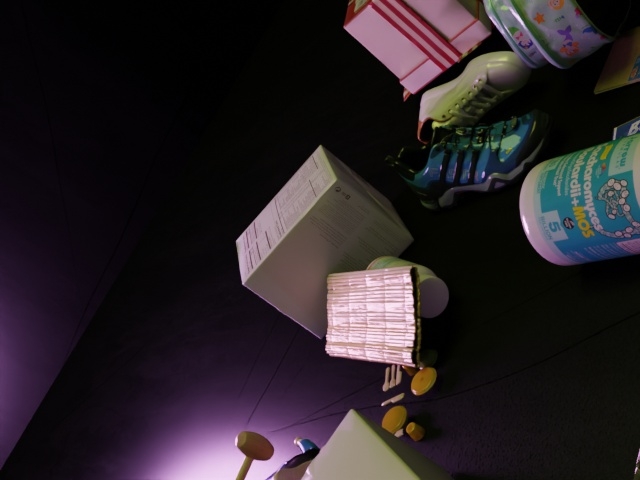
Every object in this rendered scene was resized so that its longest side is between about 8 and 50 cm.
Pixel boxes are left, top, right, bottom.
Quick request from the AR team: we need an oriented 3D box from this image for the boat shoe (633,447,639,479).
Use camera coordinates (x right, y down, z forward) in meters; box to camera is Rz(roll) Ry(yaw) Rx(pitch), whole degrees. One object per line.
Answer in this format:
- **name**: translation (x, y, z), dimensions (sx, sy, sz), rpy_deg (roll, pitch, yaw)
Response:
- **boat shoe**: translation (0.365, 0.161, 0.853), dimensions (0.073, 0.080, 0.224), rpy_deg (-9, 53, 52)

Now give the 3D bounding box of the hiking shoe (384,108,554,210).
- **hiking shoe**: translation (0.251, -0.147, 1.435), dimensions (0.304, 0.132, 0.113), rpy_deg (-29, 32, 43)

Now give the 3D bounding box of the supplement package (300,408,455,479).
- **supplement package**: translation (0.100, 0.353, 0.954), dimensions (0.178, 0.175, 0.293), rpy_deg (-54, 24, -1)

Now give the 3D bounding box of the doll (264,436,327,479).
- **doll**: translation (-0.037, 0.373, 1.351), dimensions (0.189, 0.046, 0.129), rpy_deg (-39, 28, 31)

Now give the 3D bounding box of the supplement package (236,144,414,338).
- **supplement package**: translation (0.000, 0.000, 1.612), dimensions (0.263, 0.199, 0.198), rpy_deg (-48, 23, 13)

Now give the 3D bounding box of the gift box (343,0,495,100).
- **gift box**: translation (0.214, -0.476, 1.811), dimensions (0.255, 0.258, 0.276), rpy_deg (-33, 31, 40)

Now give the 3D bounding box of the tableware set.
- **tableware set**: translation (0.137, 0.233, 1.257), dimensions (0.104, 0.024, 0.154), rpy_deg (-34, 28, 32)

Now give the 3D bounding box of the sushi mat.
- **sushi mat**: translation (0.080, 0.123, 1.386), dimensions (0.316, 0.019, 0.152), rpy_deg (169, 102, -66)

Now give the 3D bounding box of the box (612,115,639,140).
- **box**: translation (0.472, -0.147, 1.113), dimensions (0.169, 0.059, 0.054), rpy_deg (-27, 32, 45)

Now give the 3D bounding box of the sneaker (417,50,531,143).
- **sneaker**: translation (0.284, -0.251, 1.584), dimensions (0.290, 0.105, 0.123), rpy_deg (-26, 43, 60)

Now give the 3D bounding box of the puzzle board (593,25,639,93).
- **puzzle board**: translation (0.494, -0.292, 1.340), dimensions (0.096, 0.011, 0.128), rpy_deg (-9, 49, 57)

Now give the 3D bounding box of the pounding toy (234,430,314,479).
- **pounding toy**: translation (-0.049, 0.413, 1.213), dimensions (0.155, 0.154, 0.270), rpy_deg (-38, 46, 31)

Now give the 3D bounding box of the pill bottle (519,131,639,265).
- **pill bottle**: translation (0.386, -0.056, 1.035), dimensions (0.264, 0.146, 0.146), rpy_deg (-17, 42, 54)

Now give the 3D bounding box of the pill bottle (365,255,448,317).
- **pill bottle**: translation (0.141, 0.078, 1.382), dimensions (0.087, 0.087, 0.160), rpy_deg (-56, 24, -7)

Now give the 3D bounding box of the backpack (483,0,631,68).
- **backpack**: translation (0.383, -0.394, 1.368), dimensions (0.191, 0.225, 0.253), rpy_deg (-31, 13, 33)
